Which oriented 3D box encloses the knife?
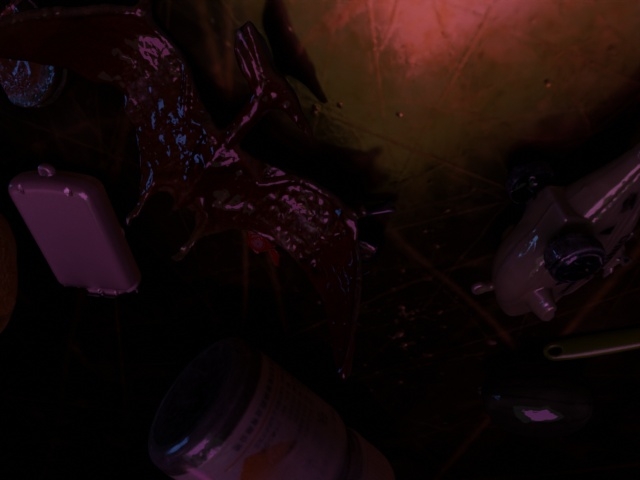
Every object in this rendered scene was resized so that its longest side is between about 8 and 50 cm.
[{"bbox_3d":[0.296,0.086,0.497,0.184,0.022,0.026,-18,149,28],"label":"knife"}]

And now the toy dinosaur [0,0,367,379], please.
[{"bbox_3d":[-0.089,-0.036,0.417,0.206,0.113,0.328,-14,116,25],"label":"toy dinosaur"}]

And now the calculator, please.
[{"bbox_3d":[-0.250,-0.005,0.570,0.100,0.032,0.175,4,131,12],"label":"calculator"}]

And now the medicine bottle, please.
[{"bbox_3d":[-0.049,0.253,0.653,0.165,0.165,0.273,-31,116,36],"label":"medicine bottle"}]

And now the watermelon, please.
[{"bbox_3d":[0.213,0.158,0.549,0.110,0.078,0.078,-10,127,25],"label":"watermelon"}]

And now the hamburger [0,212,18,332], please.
[{"bbox_3d":[-0.394,0.039,0.538,0.108,0.214,0.214,10,133,2],"label":"hamburger"}]

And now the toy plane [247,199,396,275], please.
[{"bbox_3d":[0.000,0.000,0.498,0.145,0.037,0.060,-4,126,18],"label":"toy plane"}]

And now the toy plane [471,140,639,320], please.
[{"bbox_3d":[0.204,-0.035,0.377,0.108,0.092,0.287,4,136,-16],"label":"toy plane"}]

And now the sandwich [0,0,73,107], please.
[{"bbox_3d":[-0.235,-0.147,0.442,0.069,0.026,0.101,39,131,-20],"label":"sandwich"}]
